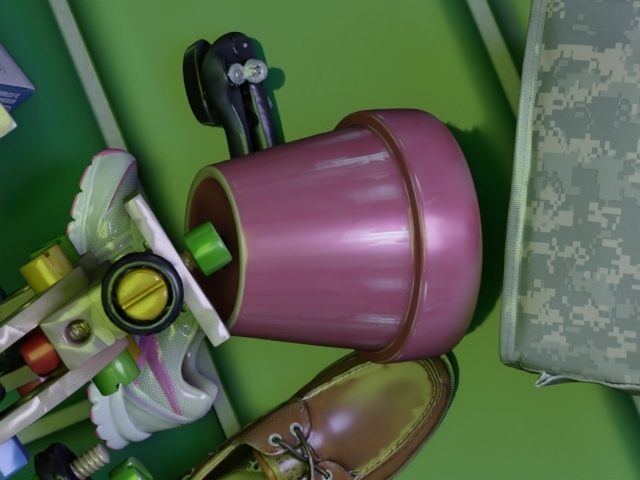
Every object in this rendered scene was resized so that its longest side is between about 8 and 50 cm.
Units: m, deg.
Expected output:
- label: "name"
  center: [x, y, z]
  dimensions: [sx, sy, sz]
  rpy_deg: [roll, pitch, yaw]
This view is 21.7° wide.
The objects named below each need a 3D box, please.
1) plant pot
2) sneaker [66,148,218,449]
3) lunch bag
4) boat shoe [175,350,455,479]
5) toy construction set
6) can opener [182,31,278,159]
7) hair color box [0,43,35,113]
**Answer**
- label: "plant pot"
  center: [0.000, 0.000, 1.284]
  dimensions: [0.180, 0.201, 0.201]
  rpy_deg: [-4, 90, -23]
- label: "sneaker"
  center: [-0.141, 0.045, 1.398]
  dimensions: [0.111, 0.103, 0.252]
  rpy_deg: [-7, 98, 9]
- label: "lunch bag"
  center: [0.263, -0.022, 1.209]
  dimensions: [0.235, 0.169, 0.287]
  rpy_deg: [7, 86, 23]
- label: "boat shoe"
  center: [-0.020, 0.189, 1.371]
  dimensions: [0.307, 0.104, 0.111]
  rpy_deg: [-38, 85, 9]
- label: "toy construction set"
  center: [-0.192, 0.022, 1.259]
  dimensions: [0.237, 0.257, 0.309]
  rpy_deg: [-35, 74, 5]
- label: "can opener"
  center: [-0.060, -0.086, 1.405]
  dimensions: [0.059, 0.073, 0.186]
  rpy_deg: [-19, 91, -29]
- label: "hair color box"
  center: [-0.405, -0.233, 1.395]
  dimensions: [0.105, 0.174, 0.347]
  rpy_deg: [-39, 84, 9]
